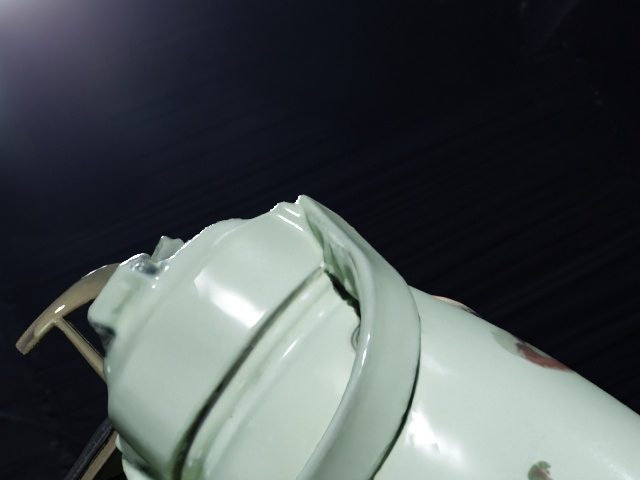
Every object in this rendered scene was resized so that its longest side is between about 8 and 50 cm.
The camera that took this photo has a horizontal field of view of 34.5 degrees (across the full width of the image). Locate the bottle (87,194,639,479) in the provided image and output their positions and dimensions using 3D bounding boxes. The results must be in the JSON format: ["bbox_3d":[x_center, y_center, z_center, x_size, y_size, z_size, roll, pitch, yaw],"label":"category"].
[{"bbox_3d":[0.023,0.111,0.570,0.351,0.229,0.229,37,-22,12],"label":"bottle"}]

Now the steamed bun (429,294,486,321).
[{"bbox_3d":[0.151,0.178,1.607,0.283,0.282,0.177,97,-5,-63],"label":"steamed bun"}]

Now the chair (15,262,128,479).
[{"bbox_3d":[-0.139,0.170,0.915,0.272,0.188,0.166,47,-60,19],"label":"chair"}]
